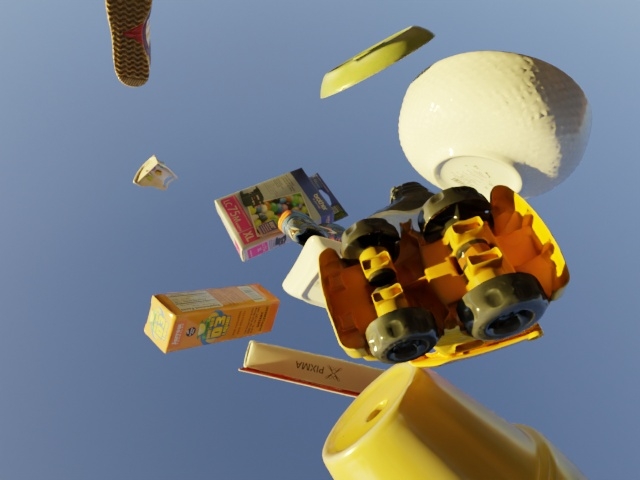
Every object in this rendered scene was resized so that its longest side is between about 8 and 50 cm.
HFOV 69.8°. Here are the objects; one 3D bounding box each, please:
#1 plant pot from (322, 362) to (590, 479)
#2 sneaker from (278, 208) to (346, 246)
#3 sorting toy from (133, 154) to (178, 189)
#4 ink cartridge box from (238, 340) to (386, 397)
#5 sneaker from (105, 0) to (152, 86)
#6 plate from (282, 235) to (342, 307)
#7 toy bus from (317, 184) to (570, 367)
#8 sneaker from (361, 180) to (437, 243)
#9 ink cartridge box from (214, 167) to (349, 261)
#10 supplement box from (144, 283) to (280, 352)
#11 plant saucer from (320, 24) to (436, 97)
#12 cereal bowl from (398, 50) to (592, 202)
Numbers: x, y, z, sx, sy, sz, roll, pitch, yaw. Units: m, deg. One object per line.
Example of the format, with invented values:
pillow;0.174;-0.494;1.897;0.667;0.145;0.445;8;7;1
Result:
plant pot;0.140;0.282;0.539;0.239;0.254;0.254;46;-122;4
sneaker;0.000;0.000;1.117;0.221;0.083;0.087;16;-154;-32
sorting toy;-0.380;-0.153;1.079;0.083;0.075;0.045;-35;-139;20
ink cartridge box;-0.005;0.243;0.859;0.275;0.239;0.060;13;-106;0
sneaker;-0.302;-0.345;0.726;0.069;0.185;0.084;1;-150;-24
plate;0.071;0.104;1.012;0.278;0.277;0.045;17;-121;-9
toy bus;0.129;0.071;0.508;0.220;0.211;0.149;-19;-129;5
sneaker;0.203;-0.077;1.274;0.295;0.105;0.147;-18;-143;-17
ink cartridge box;-0.099;-0.085;1.217;0.311;0.065;0.186;-22;-122;-19
supplement box;-0.185;0.134;0.822;0.233;0.078;0.080;0;-155;-48
plant saucer;0.099;-0.346;0.876;0.241;0.037;0.241;-27;-161;10
cereal bowl;0.301;-0.169;0.842;0.339;0.339;0.141;16;-110;10
